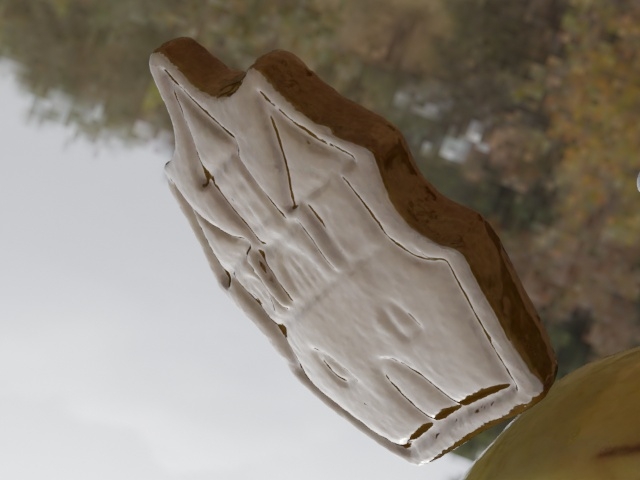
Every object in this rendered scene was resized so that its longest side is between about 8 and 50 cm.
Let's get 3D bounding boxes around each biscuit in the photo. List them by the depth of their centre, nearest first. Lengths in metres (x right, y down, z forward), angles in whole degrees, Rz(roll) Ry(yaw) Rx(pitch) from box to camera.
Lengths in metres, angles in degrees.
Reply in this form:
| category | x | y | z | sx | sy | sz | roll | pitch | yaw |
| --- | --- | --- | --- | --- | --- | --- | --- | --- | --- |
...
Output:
| category | x | y | z | sx | sy | sz | roll | pitch | yaw |
| --- | --- | --- | --- | --- | --- | --- | --- | --- | --- |
| biscuit | -0.002 | 0.001 | 0.853 | 0.215 | 0.034 | 0.182 | 49 | 150 | 1 |

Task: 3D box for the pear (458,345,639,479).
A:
| category | x | y | z | sx | sy | sz | roll | pitch | yaw |
| --- | --- | --- | --- | --- | --- | --- | --- | --- | --- |
| pear | 0.190 | 0.192 | 0.957 | 0.309 | 0.309 | 0.309 | 20 | -176 | -1 |

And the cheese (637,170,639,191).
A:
| category | x | y | z | sx | sy | sz | roll | pitch | yaw |
| --- | --- | --- | --- | --- | --- | --- | --- | --- | --- |
| cheese | 0.216 | -0.063 | 0.854 | 0.092 | 0.171 | 0.047 | 37 | -168 | 13 |
